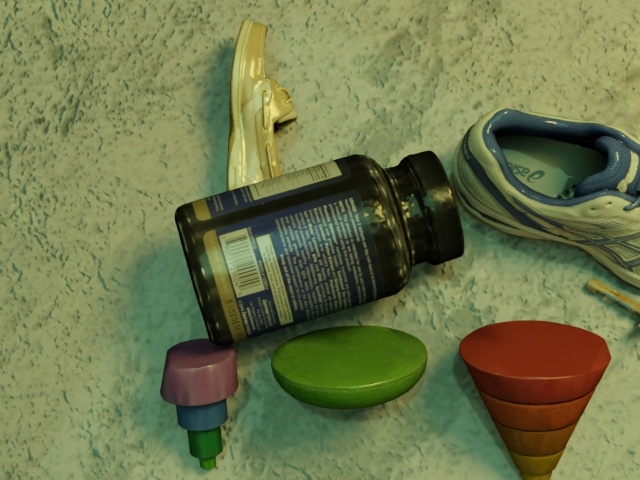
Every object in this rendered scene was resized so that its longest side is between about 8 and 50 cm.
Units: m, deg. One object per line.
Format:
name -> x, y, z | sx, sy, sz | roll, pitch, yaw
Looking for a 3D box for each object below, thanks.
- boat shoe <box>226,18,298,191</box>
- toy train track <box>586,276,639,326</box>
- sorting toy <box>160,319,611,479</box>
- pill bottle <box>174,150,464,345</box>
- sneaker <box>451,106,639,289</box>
boat shoe -> -0.049, -0.108, 1.056 | 0.059, 0.063, 0.170 | 2, 88, 2
toy train track -> 0.262, 0.058, 1.019 | 0.083, 0.014, 0.048 | 31, 42, 18
sorting toy -> 0.051, 0.146, 0.991 | 0.365, 0.127, 0.126 | -2, 108, 6
pill bottle -> 0.000, 0.000, 0.992 | 0.219, 0.123, 0.123 | -16, 78, -4
sneaker -> 0.252, -0.030, 0.982 | 0.296, 0.131, 0.112 | 13, 78, 5
